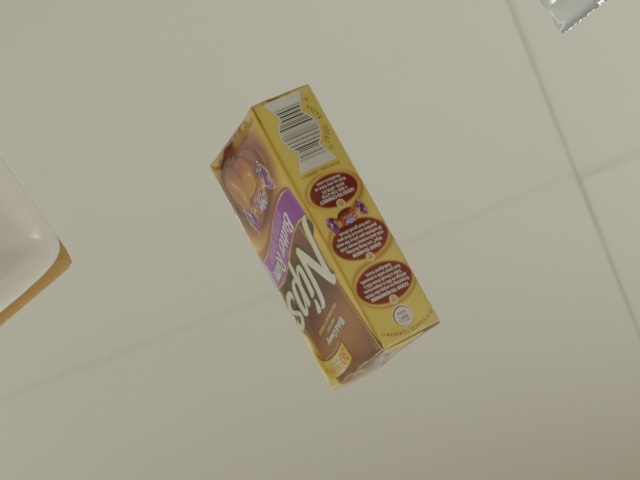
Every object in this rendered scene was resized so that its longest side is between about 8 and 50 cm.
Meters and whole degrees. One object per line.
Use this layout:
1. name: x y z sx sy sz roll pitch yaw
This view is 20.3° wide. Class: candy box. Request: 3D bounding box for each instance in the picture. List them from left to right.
1. candy box: 0.000 0.000 1.224 0.053 0.109 0.186 -26 -99 -26

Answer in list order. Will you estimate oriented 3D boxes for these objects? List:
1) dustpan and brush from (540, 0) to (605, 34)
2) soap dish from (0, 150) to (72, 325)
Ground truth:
1. dustpan and brush: 0.135 -0.244 1.081 0.060 0.147 0.211 -32 -92 -16
2. soap dish: -0.318 0.008 1.035 0.291 0.229 0.118 -43 -164 -33
